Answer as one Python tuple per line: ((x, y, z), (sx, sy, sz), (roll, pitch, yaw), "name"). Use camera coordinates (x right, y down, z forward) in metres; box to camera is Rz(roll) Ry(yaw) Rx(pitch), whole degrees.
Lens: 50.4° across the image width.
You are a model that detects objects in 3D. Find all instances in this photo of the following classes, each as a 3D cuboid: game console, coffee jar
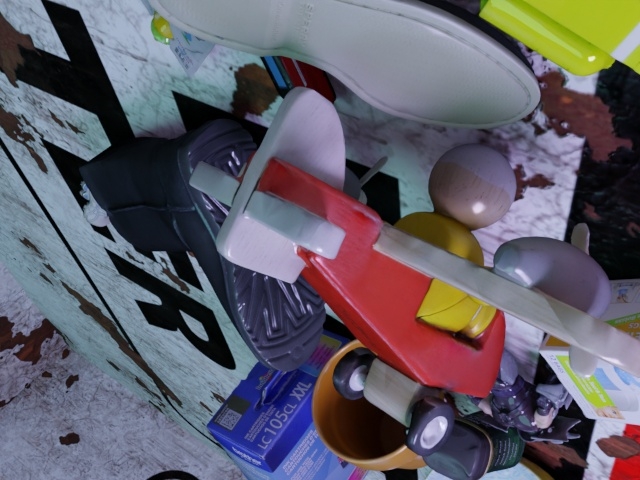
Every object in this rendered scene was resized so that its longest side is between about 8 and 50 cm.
((-0.050, -0.192, 0.735), (0.085, 0.124, 0.144), (-12, 127, 25), "game console")
((0.225, 0.299, 0.998), (0.096, 0.079, 0.184), (15, -178, 36), "coffee jar")

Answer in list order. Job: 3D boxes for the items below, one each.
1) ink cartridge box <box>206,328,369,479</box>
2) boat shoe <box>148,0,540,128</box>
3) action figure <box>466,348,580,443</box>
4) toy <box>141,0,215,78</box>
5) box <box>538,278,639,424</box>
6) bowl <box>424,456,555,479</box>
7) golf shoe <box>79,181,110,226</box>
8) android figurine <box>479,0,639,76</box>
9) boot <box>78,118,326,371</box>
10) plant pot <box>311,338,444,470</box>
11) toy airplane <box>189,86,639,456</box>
((-0.035, 0.338, 1.268), (0.151, 0.270, 0.395), (14, 143, 38), "ink cartridge box")
((0.032, -0.197, 0.575), (0.340, 0.113, 0.127), (15, 152, -7), "boat shoe")
((0.233, 0.172, 0.894), (0.285, 0.099, 0.185), (47, 145, -19), "action figure")
((-0.140, -0.276, 0.745), (0.137, 0.056, 0.237), (58, 157, -10), "toy")
((0.338, 0.108, 0.653), (0.114, 0.103, 0.203), (51, 151, -19), "box")
((0.315, 0.483, 1.126), (0.289, 0.289, 0.156), (12, -176, 42), "bowl")
((-0.451, -0.069, 1.431), (0.086, 0.069, 0.176), (31, 152, 7), "golf shoe")
((0.189, -0.189, 0.373), (0.273, 0.056, 0.248), (30, 146, 2), "android figurine")
((-0.206, 0.005, 1.080), (0.445, 0.146, 0.367), (0, 112, 52), "boot")
((0.118, 0.281, 1.103), (0.205, 0.205, 0.188), (16, 159, 39), "plant pot")
((0.073, -0.003, 0.644), (0.386, 0.272, 0.384), (42, 168, 6), "toy airplane")
